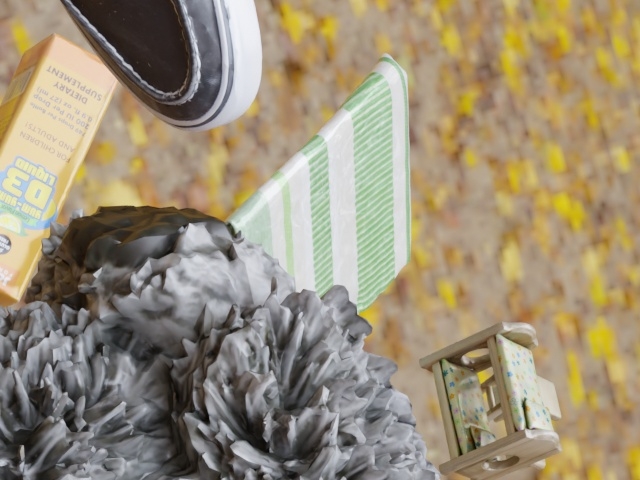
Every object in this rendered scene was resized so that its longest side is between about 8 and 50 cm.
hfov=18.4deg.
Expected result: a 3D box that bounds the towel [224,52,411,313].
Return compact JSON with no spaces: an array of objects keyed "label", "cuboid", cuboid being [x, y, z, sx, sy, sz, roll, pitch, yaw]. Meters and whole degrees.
[{"label":"towel","cuboid":[0.000,0.000,1.804,0.325,0.038,0.248,-47,145,-45]}]

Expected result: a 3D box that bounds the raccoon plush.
[{"label":"raccoon plush","cuboid":[-0.068,0.173,0.665,0.299,0.446,0.216,-38,152,-41]}]

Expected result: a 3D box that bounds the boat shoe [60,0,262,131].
[{"label":"boat shoe","cuboid":[-0.139,-0.188,1.089,0.301,0.108,0.102,64,32,-7]}]

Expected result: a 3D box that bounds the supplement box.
[{"label":"supplement box","cuboid":[-0.257,-0.058,1.710,0.078,0.080,0.233,29,71,-22]}]

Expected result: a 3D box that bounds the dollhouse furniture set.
[{"label":"dollhouse furniture set","cuboid":[0.187,0.186,1.725,0.161,0.101,0.182,26,46,-47]}]
